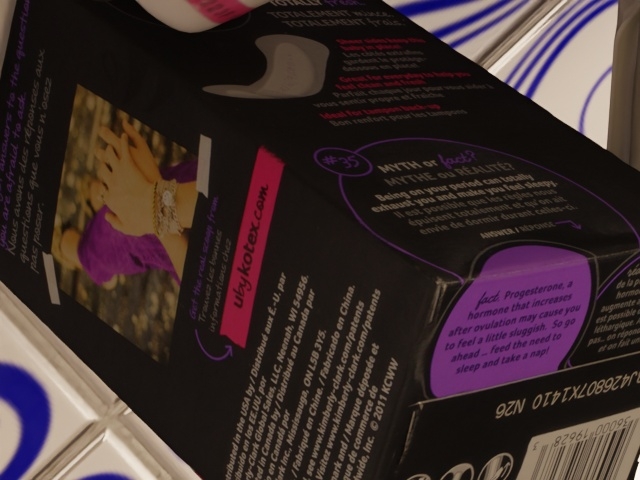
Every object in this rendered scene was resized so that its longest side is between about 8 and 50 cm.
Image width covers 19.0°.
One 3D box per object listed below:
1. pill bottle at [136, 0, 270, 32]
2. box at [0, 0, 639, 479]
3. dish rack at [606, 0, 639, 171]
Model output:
[{"bbox_3d":[0.040,-0.200,0.665,0.283,0.160,0.160,-24,142,11],"label":"pill bottle"},{"bbox_3d":[0.000,0.000,0.777,0.165,0.270,0.143,-7,125,-40],"label":"box"},{"bbox_3d":[0.164,-0.146,0.865,0.333,0.072,0.285,-73,166,-48],"label":"dish rack"}]
